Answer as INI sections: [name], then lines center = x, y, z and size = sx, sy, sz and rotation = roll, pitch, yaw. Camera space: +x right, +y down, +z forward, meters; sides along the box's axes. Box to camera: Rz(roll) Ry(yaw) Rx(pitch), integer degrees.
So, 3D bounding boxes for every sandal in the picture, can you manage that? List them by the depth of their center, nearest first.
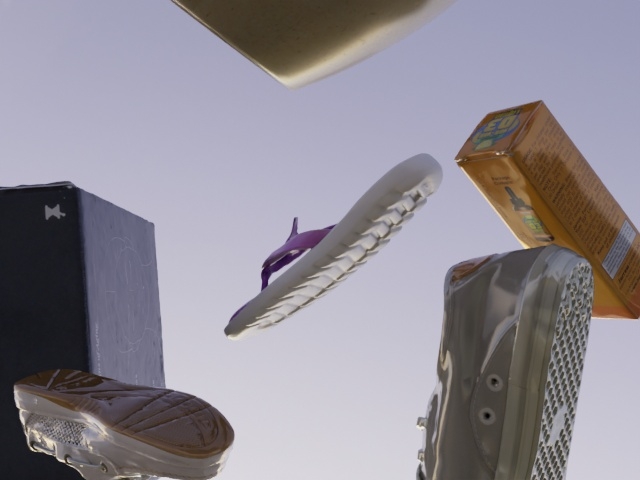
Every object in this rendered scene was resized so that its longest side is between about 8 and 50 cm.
[sandal]
center = 0.007, 0.001, 1.326
size = 0.416, 0.102, 0.169
rotation = -40, -19, 19

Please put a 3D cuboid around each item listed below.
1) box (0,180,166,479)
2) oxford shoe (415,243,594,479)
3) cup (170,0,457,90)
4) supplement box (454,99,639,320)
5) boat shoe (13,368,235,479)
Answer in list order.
[box]
center = -0.439, 0.185, 1.435
size = 0.298, 0.479, 0.472
rotation = -5, -6, 0
[oxford shoe]
center = 0.152, 0.215, 0.844
size = 0.130, 0.169, 0.449
rotation = 13, -77, 31
[cup]
center = -0.020, -0.274, 0.785
size = 0.331, 0.331, 0.237
rotation = 34, -83, -24
[supplement box]
center = 0.233, -0.024, 0.862
size = 0.233, 0.080, 0.078
rotation = 45, -25, -24
[boat shoe]
center = -0.189, 0.195, 0.861
size = 0.277, 0.098, 0.096
rotation = 7, -78, 39
